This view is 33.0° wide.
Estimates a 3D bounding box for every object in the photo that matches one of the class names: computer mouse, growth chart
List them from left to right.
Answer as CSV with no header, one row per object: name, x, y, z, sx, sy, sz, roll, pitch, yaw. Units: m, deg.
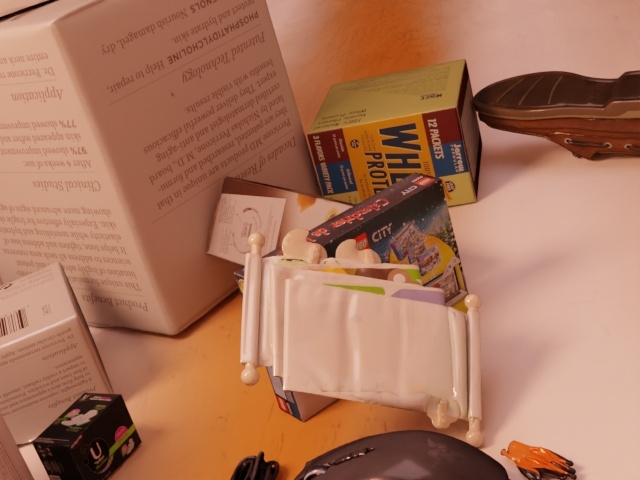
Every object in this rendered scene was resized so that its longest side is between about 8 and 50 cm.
computer mouse,0.008,0.214,0.857,0.262,0.060,0.184,-7,25,27
growth chart,0.039,0.078,0.964,0.237,0.021,0.172,14,57,-6

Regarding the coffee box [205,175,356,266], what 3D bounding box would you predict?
coffee box,0.000,0.000,1.225,0.141,0.098,0.246,11,3,-41

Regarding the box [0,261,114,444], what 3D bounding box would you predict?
box,-0.342,0.132,1.198,0.181,0.119,0.182,-22,24,-12

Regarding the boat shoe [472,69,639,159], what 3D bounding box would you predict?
boat shoe,0.341,-0.153,1.407,0.307,0.104,0.110,8,42,40

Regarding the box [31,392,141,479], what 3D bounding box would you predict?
box,-0.226,0.197,1.054,0.052,0.062,0.083,-2,28,33

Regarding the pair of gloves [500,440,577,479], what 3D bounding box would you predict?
pair of gloves,0.161,0.195,0.874,0.083,0.010,0.074,-32,26,-28

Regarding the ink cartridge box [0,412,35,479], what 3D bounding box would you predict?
ink cartridge box,-0.349,0.227,0.809,0.151,0.270,0.395,-19,24,-1

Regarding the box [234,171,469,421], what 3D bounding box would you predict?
box,0.040,0.052,1.077,0.233,0.159,0.044,-29,26,-27

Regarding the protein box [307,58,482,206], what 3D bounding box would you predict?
protein box,0.108,-0.137,1.472,0.200,0.136,0.201,-9,24,15

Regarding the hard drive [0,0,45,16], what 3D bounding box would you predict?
hard drive,-0.437,-0.307,1.335,0.233,0.047,0.353,-25,23,-17

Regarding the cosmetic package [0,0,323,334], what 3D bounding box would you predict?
cosmetic package,-0.252,-0.137,1.384,0.329,0.393,0.327,4,31,39
